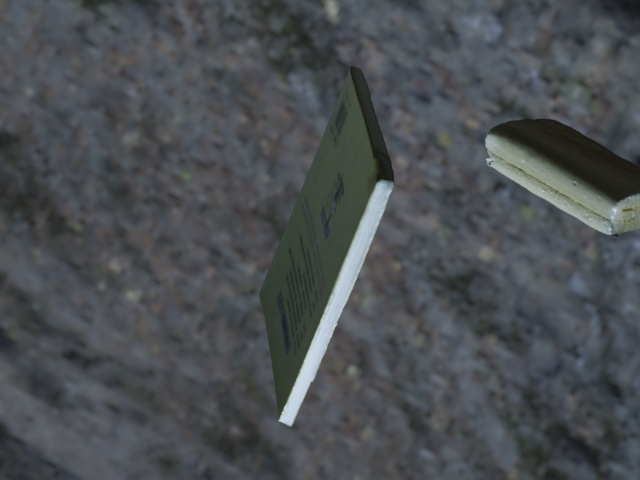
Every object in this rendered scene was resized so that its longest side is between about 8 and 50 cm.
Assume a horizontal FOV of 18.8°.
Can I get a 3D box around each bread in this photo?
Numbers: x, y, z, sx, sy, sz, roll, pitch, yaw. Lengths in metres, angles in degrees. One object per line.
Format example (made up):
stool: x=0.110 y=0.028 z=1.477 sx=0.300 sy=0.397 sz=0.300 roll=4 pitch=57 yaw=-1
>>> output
bread: x=0.278 y=-0.069 z=2.062 sx=0.178 sy=0.060 sz=0.139 roll=34 pitch=-155 yaw=34

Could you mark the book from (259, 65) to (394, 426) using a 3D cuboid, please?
book: x=0.000 y=0.000 z=1.289 sx=0.013 sy=0.192 sz=0.168 roll=15 pitch=-154 yaw=-15
